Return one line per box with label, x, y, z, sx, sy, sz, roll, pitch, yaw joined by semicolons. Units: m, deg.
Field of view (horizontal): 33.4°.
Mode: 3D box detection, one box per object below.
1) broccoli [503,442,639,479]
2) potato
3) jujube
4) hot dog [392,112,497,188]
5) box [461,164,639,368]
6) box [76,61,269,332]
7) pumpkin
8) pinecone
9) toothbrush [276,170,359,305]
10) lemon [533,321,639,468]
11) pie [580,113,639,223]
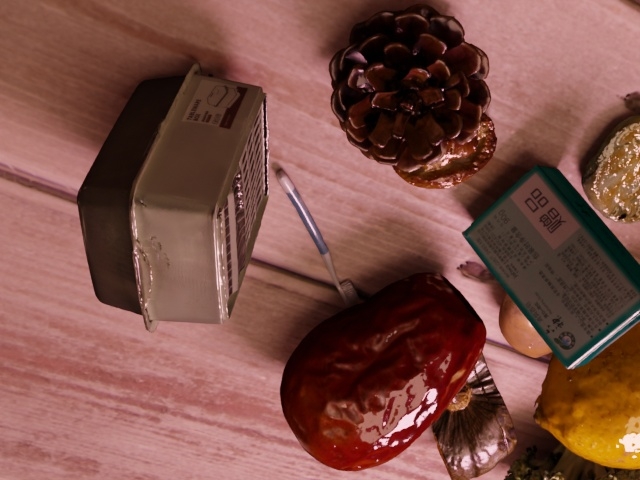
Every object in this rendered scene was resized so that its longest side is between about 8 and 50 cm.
broccoli;0.468;0.421;1.845;0.288;0.235;0.260;-13;146;-54
potato;0.326;0.105;1.610;0.118;0.109;0.178;-13;144;6
jujube;0.089;0.189;1.561;0.318;0.223;0.223;-42;127;10
hot dog;0.164;-0.123;1.413;0.147;0.065;0.099;-8;121;-4
box;0.331;0.035;1.464;0.153;0.245;0.092;-44;159;23
box;-0.162;-0.052;1.250;0.166;0.291;0.221;6;130;8
pumpkin;0.242;0.295;1.742;0.131;0.126;0.248;-22;130;2
pinecone;0.107;-0.175;1.272;0.207;0.208;0.208;-7;131;-8
toothbrush;0.000;0.000;1.506;0.025;0.019;0.276;-26;131;2
lemon;0.482;0.231;1.670;0.310;0.253;0.253;-17;131;6
pie;0.459;-0.104;1.514;0.186;0.041;0.187;-6;131;-8
